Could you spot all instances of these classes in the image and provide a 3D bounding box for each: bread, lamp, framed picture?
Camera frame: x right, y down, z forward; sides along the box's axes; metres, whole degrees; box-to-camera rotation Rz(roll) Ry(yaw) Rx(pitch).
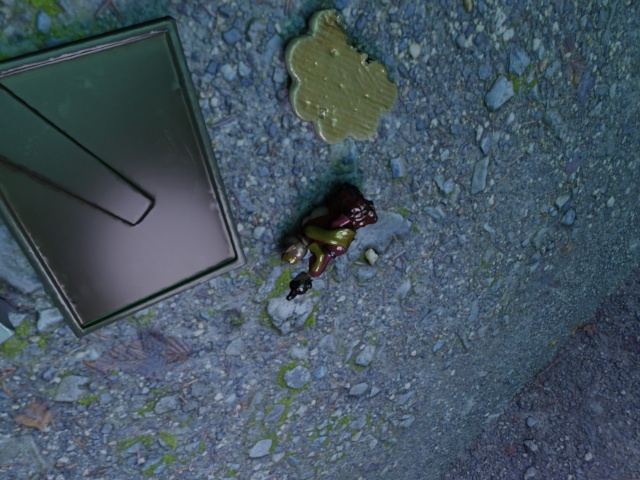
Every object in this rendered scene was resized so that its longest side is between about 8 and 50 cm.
[{"bbox_3d":[0.029,-0.274,0.871,0.250,0.039,0.182,34,96,-42],"label":"bread"},{"bbox_3d":[0.000,0.000,0.971,0.253,0.118,0.118,-44,132,0],"label":"lamp"},{"bbox_3d":[-0.315,-0.076,0.765,0.326,0.028,0.446,-24,127,-20],"label":"framed picture"}]

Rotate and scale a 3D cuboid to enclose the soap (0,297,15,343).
[{"bbox_3d":[-0.577,0.140,0.675,0.230,0.091,0.145,-37,131,-12],"label":"soap"}]
